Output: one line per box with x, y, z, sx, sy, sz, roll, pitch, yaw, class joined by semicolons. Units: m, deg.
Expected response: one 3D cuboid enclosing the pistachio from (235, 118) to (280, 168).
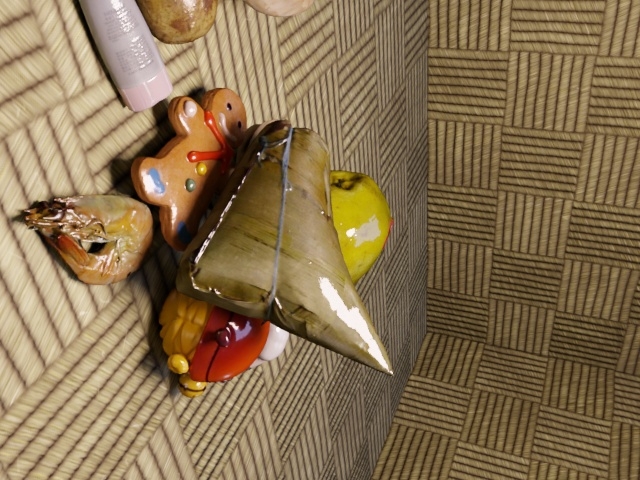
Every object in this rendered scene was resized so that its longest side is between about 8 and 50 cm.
-0.092;-0.124;1.289;0.152;0.126;0.223;-2;87;-36;pistachio

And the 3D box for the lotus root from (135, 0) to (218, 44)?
-0.229;-0.419;0.974;0.145;0.128;0.260;-32;137;-27;lotus root

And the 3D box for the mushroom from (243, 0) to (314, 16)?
-0.045;-0.555;1.180;0.297;0.290;0.298;9;90;-68;mushroom

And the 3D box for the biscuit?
-0.205;-0.151;1.139;0.205;0.049;0.324;66;35;-35;biscuit

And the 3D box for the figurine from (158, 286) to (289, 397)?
-0.183;0.166;1.272;0.320;0.196;0.323;-70;159;-2;figurine

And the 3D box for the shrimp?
-0.341;-0.006;0.984;0.145;0.061;0.267;-70;161;-1;shrimp

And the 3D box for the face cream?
-0.289;-0.291;0.980;0.084;0.057;0.198;-34;142;-17;face cream

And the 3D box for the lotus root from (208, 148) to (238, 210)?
-0.196;-0.109;1.292;0.203;0.078;0.183;-51;133;-59;lotus root

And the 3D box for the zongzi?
0.000;0.000;1.125;0.174;0.393;0.356;112;2;-69;zongzi

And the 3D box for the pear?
0.020;-0.001;1.647;0.287;0.287;0.375;-48;162;-55;pear
